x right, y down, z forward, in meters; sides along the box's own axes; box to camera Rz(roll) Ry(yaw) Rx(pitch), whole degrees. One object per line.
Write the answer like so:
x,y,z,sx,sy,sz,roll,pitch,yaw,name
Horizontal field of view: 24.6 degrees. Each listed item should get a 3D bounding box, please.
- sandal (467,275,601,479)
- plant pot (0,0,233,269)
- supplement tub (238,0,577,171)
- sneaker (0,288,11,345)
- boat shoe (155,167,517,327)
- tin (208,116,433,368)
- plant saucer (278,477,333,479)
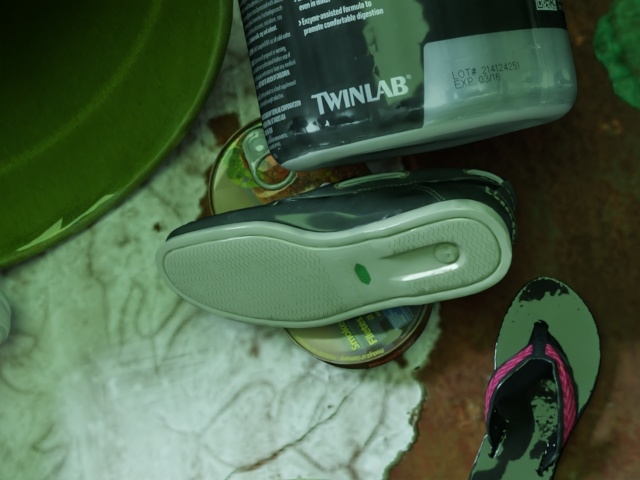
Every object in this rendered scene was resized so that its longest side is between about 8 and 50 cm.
0.130,0.108,0.911,0.067,0.040,0.179,13,77,17,sandal
-0.299,-0.216,0.969,0.366,0.366,0.353,-34,58,2,plant pot
0.034,-0.211,0.887,0.194,0.193,0.316,-11,90,10,supplement tub
-0.309,0.095,0.913,0.110,0.292,0.118,-45,71,37,sneaker
0.010,0.000,0.928,0.233,0.084,0.079,-8,35,18,boat shoe
0.000,0.000,0.977,0.106,0.040,0.189,-32,70,-2,tin
-0.009,0.269,0.899,0.241,0.037,0.241,-4,73,13,plant saucer
